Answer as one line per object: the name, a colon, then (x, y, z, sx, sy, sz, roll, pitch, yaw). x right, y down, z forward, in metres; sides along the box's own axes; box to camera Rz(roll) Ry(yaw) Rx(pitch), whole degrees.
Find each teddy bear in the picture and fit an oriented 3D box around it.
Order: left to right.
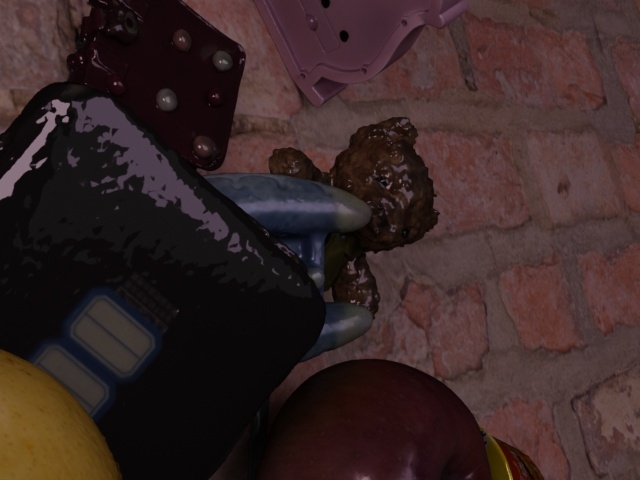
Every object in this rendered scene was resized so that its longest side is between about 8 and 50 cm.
teddy bear: (-0.003, 0.004, 1.491, 0.246, 0.223, 0.296, 62, 38, -16)

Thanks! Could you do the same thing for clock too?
clock: (0.031, -0.352, 1.647, 0.080, 0.275, 0.290, -39, 103, -47)

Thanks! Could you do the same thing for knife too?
knife: (-0.072, 0.234, 1.477, 0.028, 0.015, 0.210, 31, 53, -50)

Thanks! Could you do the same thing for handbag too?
handbag: (-0.185, -0.194, 1.468, 0.216, 0.074, 0.203, 39, 47, -35)

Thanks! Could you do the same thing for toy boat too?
toy boat: (-0.089, 0.039, 1.334, 0.330, 0.123, 0.215, 0, 96, -21)

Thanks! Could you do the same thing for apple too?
apple: (0.054, 0.282, 1.428, 0.306, 0.235, 0.305, 32, 53, -55)

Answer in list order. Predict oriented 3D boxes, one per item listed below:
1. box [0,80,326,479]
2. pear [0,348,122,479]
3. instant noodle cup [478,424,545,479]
box: (-0.204, 0.081, 1.173, 0.359, 0.091, 0.350, 42, 80, -29)
pear: (-0.297, 0.243, 0.927, 0.348, 0.348, 0.348, 25, 57, -44)
instant noodle cup: (0.180, 0.328, 1.615, 0.174, 0.213, 0.213, 23, 57, -55)
